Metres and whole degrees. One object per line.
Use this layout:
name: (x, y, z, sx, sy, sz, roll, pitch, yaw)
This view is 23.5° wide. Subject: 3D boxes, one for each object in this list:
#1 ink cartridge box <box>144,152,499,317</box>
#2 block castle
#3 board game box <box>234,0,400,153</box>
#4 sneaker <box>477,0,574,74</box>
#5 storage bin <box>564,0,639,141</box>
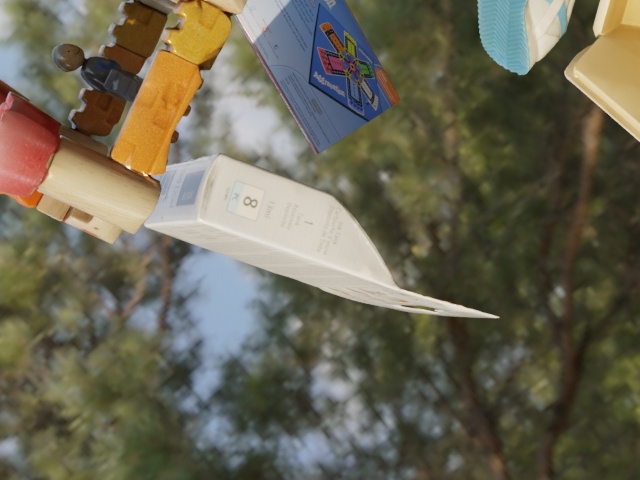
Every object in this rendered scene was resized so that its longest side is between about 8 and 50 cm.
ink cartridge box: (0.000, 0.000, 1.880, 0.385, 0.091, 0.308, 18, 173, -17)
block castle: (-0.247, -0.188, 1.503, 0.213, 0.303, 0.453, 25, -178, -17)
board game box: (-0.016, -0.276, 2.138, 0.281, 0.145, 0.027, 59, 172, -16)
sneaker: (0.211, -0.274, 1.545, 0.087, 0.092, 0.229, 35, 154, 23)
storage bin: (0.369, -0.204, 1.458, 0.260, 0.123, 0.262, 45, 155, 25)
